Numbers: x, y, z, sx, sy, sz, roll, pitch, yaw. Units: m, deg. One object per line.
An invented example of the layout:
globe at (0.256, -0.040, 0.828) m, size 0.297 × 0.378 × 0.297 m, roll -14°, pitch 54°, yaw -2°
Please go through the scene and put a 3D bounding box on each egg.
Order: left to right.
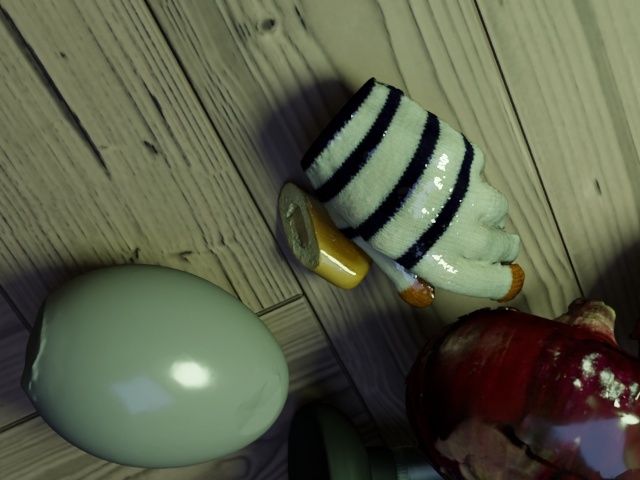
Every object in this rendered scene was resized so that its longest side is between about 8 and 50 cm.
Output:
egg at (-0.139, 0.113, 0.780) m, size 0.231 × 0.176 × 0.176 m, roll 20°, pitch 112°, yaw -17°

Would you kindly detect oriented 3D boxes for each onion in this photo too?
onion at (0.202, 0.144, 0.769) m, size 0.252 × 0.252 × 0.219 m, roll 32°, pitch 68°, yaw -19°

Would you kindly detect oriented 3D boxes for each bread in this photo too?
bread at (-0.001, 0.000, 0.807) m, size 0.103 × 0.049 × 0.062 m, roll 31°, pitch 67°, yaw -18°

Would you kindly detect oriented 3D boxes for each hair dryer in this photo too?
hair dryer at (0.111, 0.320, 0.928) m, size 0.320 × 0.156 × 0.284 m, roll 9°, pitch 105°, yaw -20°

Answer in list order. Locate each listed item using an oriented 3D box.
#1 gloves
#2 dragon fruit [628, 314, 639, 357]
gloves at (0.094, -0.027, 0.752) m, size 0.218 × 0.131 × 0.140 m, roll 41°, pitch 84°, yaw 0°
dragon fruit at (0.406, 0.091, 0.799) m, size 0.240 × 0.241 × 0.252 m, roll 8°, pitch 113°, yaw -10°
